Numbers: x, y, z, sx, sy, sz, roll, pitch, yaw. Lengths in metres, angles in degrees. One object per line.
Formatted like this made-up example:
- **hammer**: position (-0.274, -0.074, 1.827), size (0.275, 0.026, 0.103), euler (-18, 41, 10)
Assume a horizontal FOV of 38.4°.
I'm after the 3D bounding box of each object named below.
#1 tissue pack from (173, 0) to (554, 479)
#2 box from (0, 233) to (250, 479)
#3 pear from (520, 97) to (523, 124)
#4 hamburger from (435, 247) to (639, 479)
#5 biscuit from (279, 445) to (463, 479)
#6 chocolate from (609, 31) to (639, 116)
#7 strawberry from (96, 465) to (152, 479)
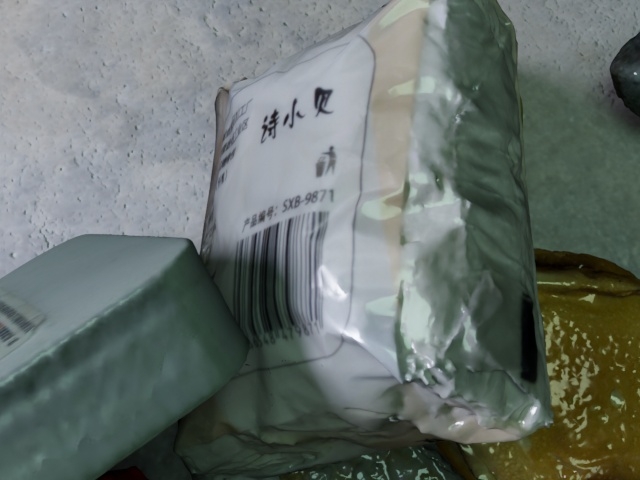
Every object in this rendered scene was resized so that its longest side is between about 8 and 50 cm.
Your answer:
- **tissue pack**: position (0.000, 0.000, 0.741), size (0.195, 0.375, 0.390), euler (17, 68, -36)
- **box**: position (-0.278, 0.134, 0.652), size (0.396, 0.396, 0.111), euler (-35, 105, -21)
- **pear**: position (0.134, -0.127, 0.912), size (0.141, 0.104, 0.141), euler (2, 72, -5)
- **hamburger**: position (0.202, 0.120, 0.811), size (0.244, 0.163, 0.245), euler (1, 80, -7)
- **biscuit**: position (0.058, 0.237, 0.833), size (0.290, 0.038, 0.141), euler (39, 77, 11)
- **chocolate**: position (0.414, -0.162, 0.929), size (0.248, 0.110, 0.110), euler (9, 73, -2)
- **strawberry**: position (-0.195, 0.321, 0.685), size (0.291, 0.292, 0.310), euler (-31, 97, -10)
